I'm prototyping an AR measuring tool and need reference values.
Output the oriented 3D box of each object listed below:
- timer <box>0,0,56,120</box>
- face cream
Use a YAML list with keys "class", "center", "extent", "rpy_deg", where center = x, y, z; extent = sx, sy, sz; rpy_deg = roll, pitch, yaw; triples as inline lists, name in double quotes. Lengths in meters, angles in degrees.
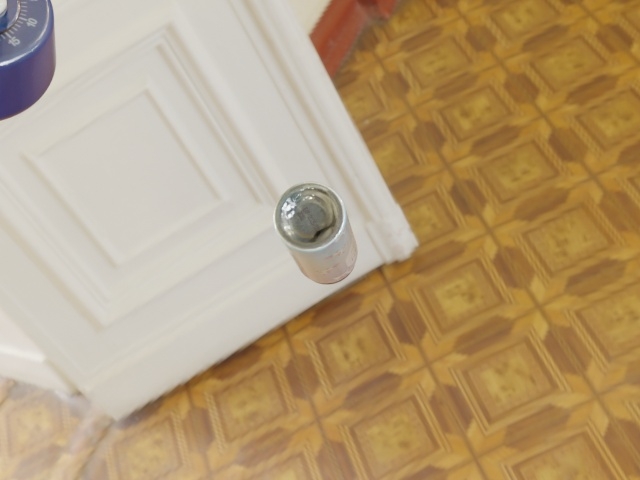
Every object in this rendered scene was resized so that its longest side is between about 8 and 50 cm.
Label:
- class: "timer"
  center: [-0.490, -0.374, 1.509]
  extent: [0.271, 0.383, 0.270]
  rpy_deg: [10, 58, -16]
- class: "face cream"
  center: [0.000, 0.000, 1.159]
  extent: [0.075, 0.229, 0.075]
  rpy_deg: [-1, 78, 5]
